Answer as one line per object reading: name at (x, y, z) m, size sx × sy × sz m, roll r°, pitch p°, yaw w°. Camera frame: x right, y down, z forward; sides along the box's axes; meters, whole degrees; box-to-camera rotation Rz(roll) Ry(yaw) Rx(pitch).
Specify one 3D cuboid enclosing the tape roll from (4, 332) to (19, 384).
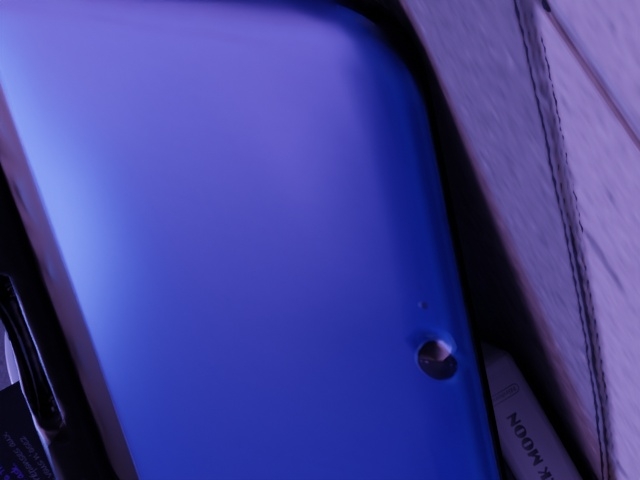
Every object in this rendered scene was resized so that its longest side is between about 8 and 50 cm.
tape roll at (-0.145, 0.092, 1.520) m, size 0.246 × 0.246 × 0.169 m, roll 60°, pitch 175°, yaw 7°

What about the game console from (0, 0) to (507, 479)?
game console at (-0.029, 0.001, 0.629) m, size 0.250 × 0.173 × 0.293 m, roll -89°, pitch -12°, yaw -56°

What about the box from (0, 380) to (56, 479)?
box at (-0.117, 0.127, 1.292) m, size 0.143 × 0.270 × 0.165 m, roll 61°, pitch 175°, yaw 3°

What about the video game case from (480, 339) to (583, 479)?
video game case at (0.082, 0.109, 0.638) m, size 0.173 × 0.022 × 0.190 m, roll 60°, pitch 175°, yaw -5°
